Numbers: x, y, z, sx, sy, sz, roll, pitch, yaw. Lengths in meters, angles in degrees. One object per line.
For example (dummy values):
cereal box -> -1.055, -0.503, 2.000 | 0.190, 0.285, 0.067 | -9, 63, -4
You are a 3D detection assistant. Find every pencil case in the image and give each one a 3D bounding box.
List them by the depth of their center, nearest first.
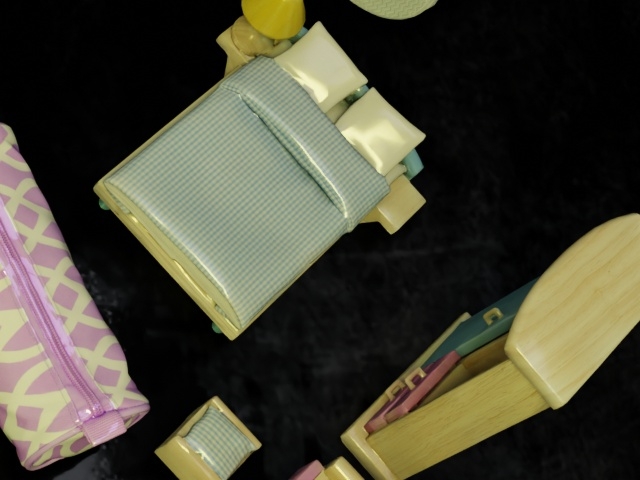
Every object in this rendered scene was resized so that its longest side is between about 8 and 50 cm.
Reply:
pencil case -> -0.171, 0.027, 0.964 | 0.086, 0.088, 0.206 | -25, 83, -33

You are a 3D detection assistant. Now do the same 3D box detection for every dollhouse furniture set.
dollhouse furniture set -> 0.000, 0.000, 1.004 | 0.303, 0.198, 0.286 | 49, 54, -1

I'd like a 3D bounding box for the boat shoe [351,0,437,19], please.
boat shoe -> -0.025, -0.277, 1.187 | 0.302, 0.109, 0.094 | 42, 39, -17
